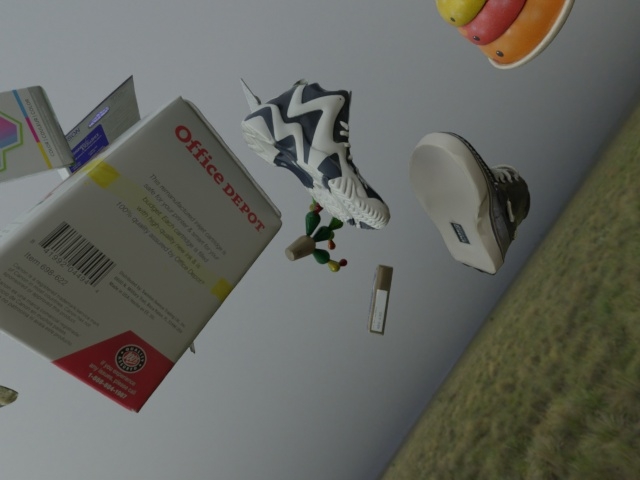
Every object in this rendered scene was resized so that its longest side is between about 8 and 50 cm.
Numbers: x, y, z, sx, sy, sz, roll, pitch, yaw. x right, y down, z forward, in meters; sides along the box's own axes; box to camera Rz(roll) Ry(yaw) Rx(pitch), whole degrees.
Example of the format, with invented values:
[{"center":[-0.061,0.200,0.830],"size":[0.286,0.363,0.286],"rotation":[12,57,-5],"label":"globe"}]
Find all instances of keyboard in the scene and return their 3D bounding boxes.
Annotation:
[{"center":[-0.173,-0.350,1.070],"size":[0.014,0.072,0.256],"rotation":[-42,2,-3],"label":"keyboard"}]

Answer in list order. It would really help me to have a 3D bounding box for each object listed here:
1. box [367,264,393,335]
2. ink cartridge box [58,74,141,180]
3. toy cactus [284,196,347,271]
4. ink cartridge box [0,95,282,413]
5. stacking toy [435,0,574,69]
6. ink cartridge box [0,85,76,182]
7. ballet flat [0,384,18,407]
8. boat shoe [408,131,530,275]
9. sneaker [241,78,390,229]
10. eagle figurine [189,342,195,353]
[{"center":[0.129,0.132,0.894],"size":[0.225,0.037,0.136],"rotation":[52,-133,-78],"label":"box"},{"center":[-0.438,-0.204,0.804],"size":[0.206,0.045,0.208],"rotation":[-62,3,-29],"label":"ink cartridge box"},{"center":[0.000,0.000,0.965],"size":[0.181,0.112,0.218],"rotation":[-32,-50,-34],"label":"toy cactus"},{"center":[-0.279,0.011,0.633],"size":[0.384,0.161,0.279],"rotation":[-54,-55,-28],"label":"ink cartridge box"},{"center":[0.468,-0.753,1.221],"size":[0.481,0.350,0.350],"rotation":[9,-58,-17],"label":"stacking toy"},{"center":[-0.462,-0.125,0.540],"size":[0.210,0.062,0.108],"rotation":[-23,-73,-23],"label":"ink cartridge box"},{"center":[-0.510,0.238,0.576],"size":[0.173,0.049,0.057],"rotation":[-13,-48,9],"label":"ballet flat"},{"center":[0.266,-0.092,0.687],"size":[0.158,0.127,0.340],"rotation":[-54,-42,-14],"label":"boat shoe"},{"center":[0.027,-0.133,0.555],"size":[0.153,0.235,0.094],"rotation":[-51,-9,-15],"label":"sneaker"},{"center":[-0.327,0.083,0.911],"size":[0.298,0.226,0.225],"rotation":[-55,-41,-13],"label":"eagle figurine"}]
